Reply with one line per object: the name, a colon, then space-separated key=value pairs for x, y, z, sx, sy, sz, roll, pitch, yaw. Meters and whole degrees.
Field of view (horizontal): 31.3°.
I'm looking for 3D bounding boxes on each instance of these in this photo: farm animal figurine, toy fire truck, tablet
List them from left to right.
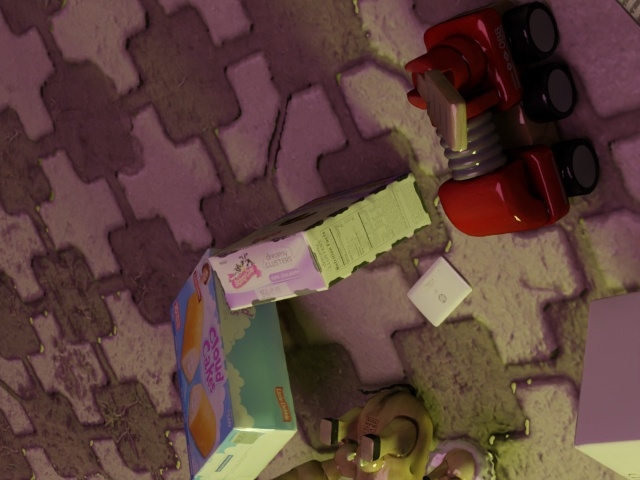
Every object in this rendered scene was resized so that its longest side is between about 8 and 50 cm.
farm animal figurine: x=0.067 y=0.322 z=1.447 sx=0.330 sy=0.172 sz=0.327 roll=32 pitch=118 yaw=36
tablet: x=0.139 y=0.060 z=1.342 sx=0.054 sy=0.006 sz=0.083 roll=48 pitch=136 yaw=12
toy fire truck: x=0.150 y=-0.098 z=1.071 sx=0.158 sy=0.246 sz=0.217 roll=-8 pitch=106 yaw=45

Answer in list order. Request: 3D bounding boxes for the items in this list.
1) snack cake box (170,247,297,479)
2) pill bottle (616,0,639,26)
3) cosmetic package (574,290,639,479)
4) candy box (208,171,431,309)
snack cake box: x=-0.117 y=0.160 z=1.474 sx=0.152 sy=0.089 sz=0.264 roll=-55 pitch=37 yaw=45
pill bottle: x=0.279 y=-0.271 z=0.925 sx=0.278 sy=0.162 sz=0.162 roll=50 pitch=136 yaw=10
cosmetic package: x=0.422 y=0.123 z=0.960 sx=0.197 sy=0.155 sz=0.365 roll=31 pitch=148 yaw=-32
candy box: x=0.000 y=0.000 z=1.298 sx=0.164 sy=0.196 sz=0.070 roll=-14 pitch=102 yaw=46
